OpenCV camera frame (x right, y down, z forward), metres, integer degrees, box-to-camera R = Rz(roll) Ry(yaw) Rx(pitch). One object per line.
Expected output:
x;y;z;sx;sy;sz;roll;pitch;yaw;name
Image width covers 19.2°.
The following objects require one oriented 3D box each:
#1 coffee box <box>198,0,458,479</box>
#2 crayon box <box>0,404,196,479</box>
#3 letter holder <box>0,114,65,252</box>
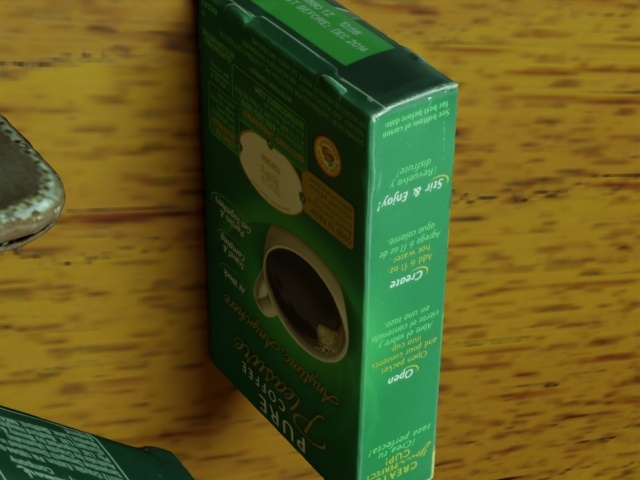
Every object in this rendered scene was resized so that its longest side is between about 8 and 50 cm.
0.000;0.000;0.712;0.040;0.113;0.184;-22;131;-28;coffee box
-0.193;0.209;0.739;0.202;0.081;0.318;25;105;-46;crayon box
-0.220;-0.079;0.400;0.302;0.214;0.152;-12;128;-31;letter holder
